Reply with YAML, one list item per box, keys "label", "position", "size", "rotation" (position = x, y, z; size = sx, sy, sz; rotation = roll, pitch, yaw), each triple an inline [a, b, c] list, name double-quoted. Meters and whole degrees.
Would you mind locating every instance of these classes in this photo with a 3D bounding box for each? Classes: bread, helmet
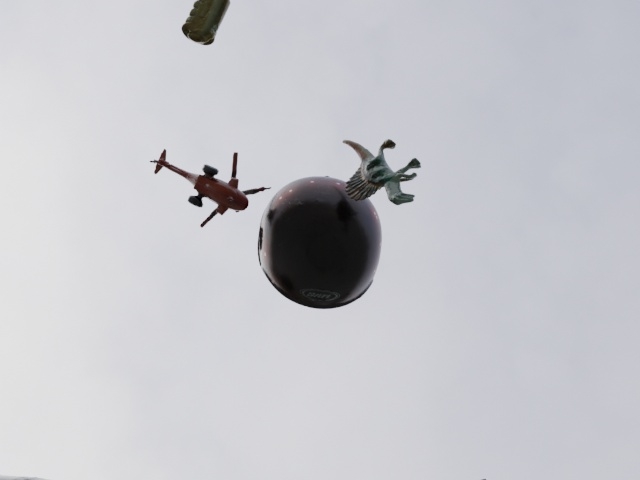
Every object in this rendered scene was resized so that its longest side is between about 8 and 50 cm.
- label: "bread"
  position: [-0.155, -0.311, 1.216]
  size: [0.049, 0.033, 0.088]
  rotation: [19, -100, 9]
- label: "helmet"
  position: [0.000, 0.000, 1.351]
  size: [0.189, 0.216, 0.193]
  rotation: [7, -37, -6]

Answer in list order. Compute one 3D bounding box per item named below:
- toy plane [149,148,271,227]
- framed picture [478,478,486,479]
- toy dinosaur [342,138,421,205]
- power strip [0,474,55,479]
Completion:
- label: "toy plane"
  position: [-0.185, -0.100, 1.381]
  size: [0.126, 0.077, 0.194]
  rotation: [-47, -111, 11]
- label: "framed picture"
  position: [0.203, 0.546, 1.557]
  size: [0.265, 0.018, 0.192]
  rotation: [-25, -111, 30]
- label: "toy dinosaur"
  position: [0.075, -0.095, 1.262]
  size: [0.187, 0.106, 0.044]
  rotation: [20, -30, 34]
- label: "power strip"
  position: [-0.497, 0.561, 1.429]
  size: [0.162, 0.357, 0.357]
  rotation: [2, -63, 13]
